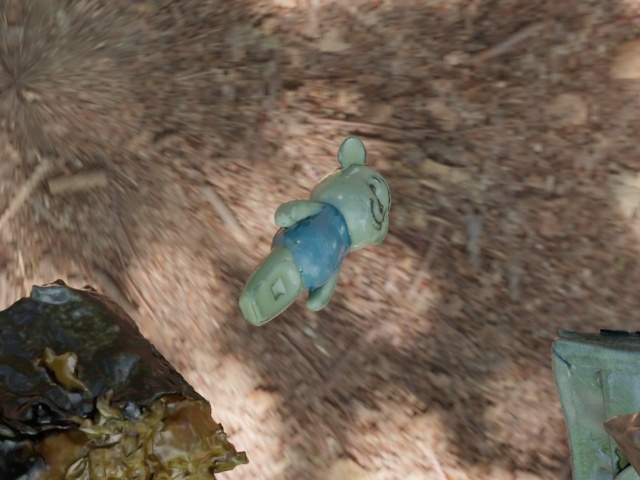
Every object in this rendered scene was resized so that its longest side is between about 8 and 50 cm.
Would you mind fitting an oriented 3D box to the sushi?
[{"bbox_3d":[-0.250,0.179,1.448,0.348,0.234,0.207,-35,56,-21],"label":"sushi"}]

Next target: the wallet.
[{"bbox_3d":[0.360,0.195,1.578,0.342,0.075,0.237,5,121,30],"label":"wallet"}]

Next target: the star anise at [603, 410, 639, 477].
[{"bbox_3d":[0.308,0.217,1.229,0.332,0.117,0.331,3,50,-3],"label":"star anise"}]

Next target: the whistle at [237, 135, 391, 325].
[{"bbox_3d":[0.000,0.000,1.744,0.235,0.077,0.114,-47,127,-44],"label":"whistle"}]
